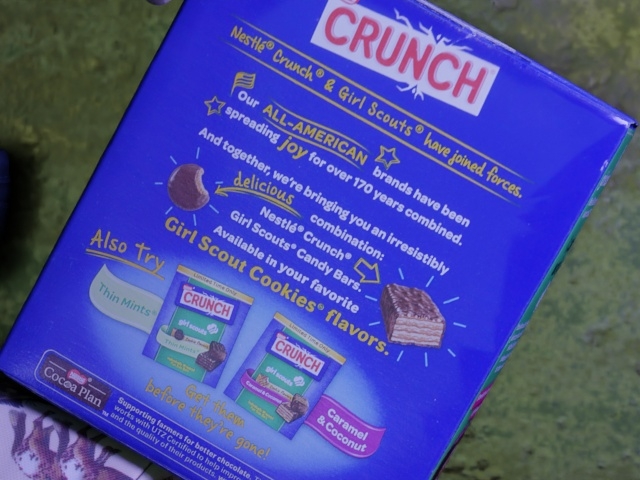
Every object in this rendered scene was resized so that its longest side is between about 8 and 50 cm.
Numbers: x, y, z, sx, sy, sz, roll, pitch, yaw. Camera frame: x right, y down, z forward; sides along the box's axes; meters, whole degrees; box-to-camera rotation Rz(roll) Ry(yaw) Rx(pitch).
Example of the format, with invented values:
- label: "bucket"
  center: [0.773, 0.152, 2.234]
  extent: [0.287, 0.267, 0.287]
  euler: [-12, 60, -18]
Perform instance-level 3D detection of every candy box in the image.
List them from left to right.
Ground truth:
- label: "candy box"
  center: [0.000, 0.000, 1.197]
  extent: [0.268, 0.122, 0.317]
  euler: [30, 99, 6]

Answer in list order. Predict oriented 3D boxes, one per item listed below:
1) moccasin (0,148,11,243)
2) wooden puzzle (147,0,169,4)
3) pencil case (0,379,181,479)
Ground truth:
- label: "moccasin"
  center: [-0.360, -0.065, 1.251]
  extent: [0.342, 0.138, 0.116]
  euler: [19, 93, -8]
- label: "wooden puzzle"
  center: [-0.012, -0.322, 1.131]
  extent: [0.322, 0.080, 0.348]
  euler: [-33, 54, 10]
- label: "pencil case"
  center: [-0.303, 0.141, 1.230]
  extent: [0.410, 0.160, 0.183]
  euler: [23, 88, 5]
